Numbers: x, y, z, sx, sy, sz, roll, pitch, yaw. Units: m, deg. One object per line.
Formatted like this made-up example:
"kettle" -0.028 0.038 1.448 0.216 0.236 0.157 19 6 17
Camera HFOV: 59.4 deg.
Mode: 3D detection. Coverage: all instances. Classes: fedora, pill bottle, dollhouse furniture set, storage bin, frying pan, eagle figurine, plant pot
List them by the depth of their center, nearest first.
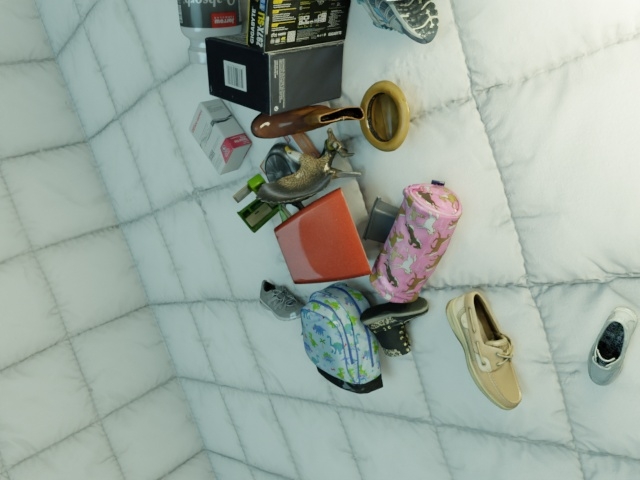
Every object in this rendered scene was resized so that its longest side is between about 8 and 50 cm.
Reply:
"fedora" 0.194 -0.347 1.563 0.194 0.079 0.194 19 116 44
"storage bin" 0.192 -0.056 1.716 0.091 0.098 0.135 21 128 7
"plant pot" 0.000 0.000 1.743 0.267 0.235 0.267 -74 -35 -84
"eagle figurine" -0.048 -0.202 1.749 0.298 0.226 0.225 -51 48 1
"pill bottle" -0.370 -0.789 1.870 0.210 0.210 0.363 24 126 39
"frying pan" -0.117 -0.174 1.933 0.197 0.053 0.326 14 119 43
"dollhouse furniture set" -0.171 -0.060 2.003 0.301 0.151 0.197 49 175 17

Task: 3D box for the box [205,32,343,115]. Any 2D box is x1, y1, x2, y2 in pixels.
"box" -0.135 -0.513 1.678 0.296 0.294 0.183 28 129 37

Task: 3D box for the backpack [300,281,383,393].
"backpack" 0.068 0.325 1.947 0.290 0.273 0.356 22 112 48

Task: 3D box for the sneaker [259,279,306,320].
"sneaker" -0.161 0.238 2.243 0.281 0.105 0.115 15 120 44

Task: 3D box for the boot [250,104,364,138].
"boot" -0.047 -0.343 1.639 0.280 0.264 0.096 -150 55 -63

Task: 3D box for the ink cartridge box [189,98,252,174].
"ink cartridge box" -0.392 -0.404 2.179 0.237 0.100 0.172 55 140 12

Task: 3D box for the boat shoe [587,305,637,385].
"boat shoe" 0.677 0.261 1.327 0.079 0.081 0.227 28 128 37

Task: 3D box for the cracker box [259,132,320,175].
"cracker box" -0.106 -0.271 1.950 0.156 0.067 0.232 56 141 9

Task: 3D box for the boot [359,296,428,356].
"boot" 0.265 0.279 1.809 0.236 0.085 0.179 -18 116 30

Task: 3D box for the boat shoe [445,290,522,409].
"boat shoe" 0.470 0.306 1.553 0.110 0.121 0.341 -37 79 51

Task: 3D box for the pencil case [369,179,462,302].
"pencil case" 0.264 0.013 1.610 0.167 0.160 0.386 -104 23 -45

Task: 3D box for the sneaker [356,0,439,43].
"sneaker" 0.193 -0.591 1.443 0.283 0.110 0.122 53 157 19

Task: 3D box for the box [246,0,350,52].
"box" -0.045 -0.650 1.484 0.079 0.322 0.257 32 131 33
